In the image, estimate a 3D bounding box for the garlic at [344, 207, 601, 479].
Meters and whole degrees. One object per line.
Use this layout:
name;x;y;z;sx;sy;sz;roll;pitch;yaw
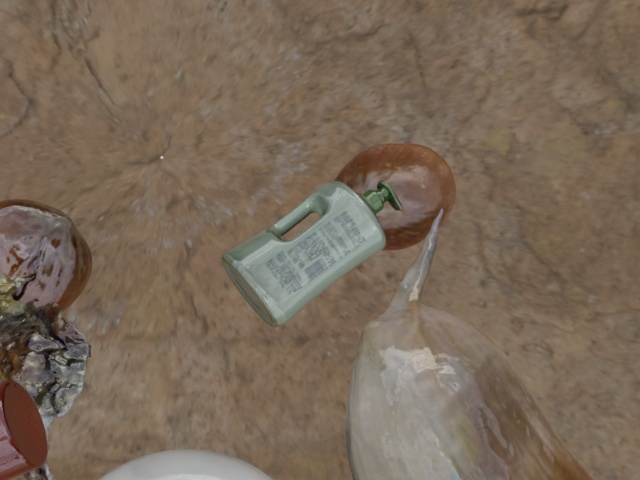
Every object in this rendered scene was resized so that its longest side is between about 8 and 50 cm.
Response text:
garlic;0.073;0.097;0.582;0.128;0.090;0.198;-34;90;-33

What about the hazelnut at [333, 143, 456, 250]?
hazelnut;0.115;-0.071;1.828;0.214;0.214;0.176;-23;92;-6

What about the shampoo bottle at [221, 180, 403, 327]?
shampoo bottle;0.000;0.000;1.424;0.234;0.087;0.118;-36;72;-16

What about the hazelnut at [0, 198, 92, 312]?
hazelnut;-0.475;0.036;1.787;0.212;0.181;0.181;43;59;-25

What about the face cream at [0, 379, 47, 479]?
face cream;-0.389;0.219;1.111;0.214;0.096;0.095;-22;97;5

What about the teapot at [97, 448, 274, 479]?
teapot;-0.091;0.271;0.906;0.300;0.166;0.208;2;104;13

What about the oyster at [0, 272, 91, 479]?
oyster;-0.381;0.161;1.389;0.100;0.271;0.275;25;67;-50
